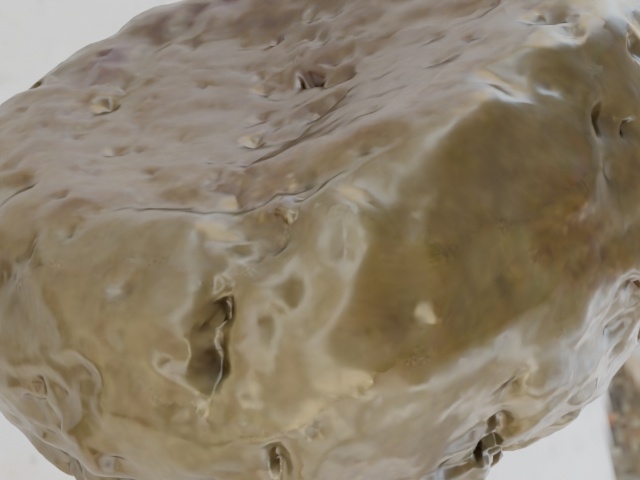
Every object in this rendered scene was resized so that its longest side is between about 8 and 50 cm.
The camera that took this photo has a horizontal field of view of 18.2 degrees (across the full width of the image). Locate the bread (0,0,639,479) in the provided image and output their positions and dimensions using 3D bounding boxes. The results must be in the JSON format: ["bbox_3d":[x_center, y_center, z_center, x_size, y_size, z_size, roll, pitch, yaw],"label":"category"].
[{"bbox_3d":[0.000,0.000,0.587,0.230,0.230,0.123,-59,137,-50],"label":"bread"}]
